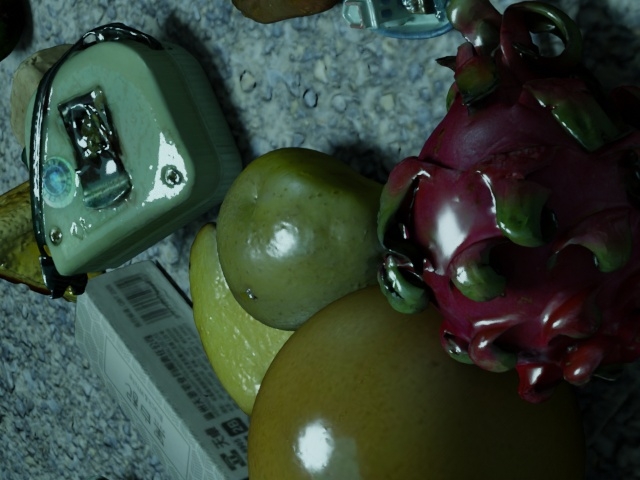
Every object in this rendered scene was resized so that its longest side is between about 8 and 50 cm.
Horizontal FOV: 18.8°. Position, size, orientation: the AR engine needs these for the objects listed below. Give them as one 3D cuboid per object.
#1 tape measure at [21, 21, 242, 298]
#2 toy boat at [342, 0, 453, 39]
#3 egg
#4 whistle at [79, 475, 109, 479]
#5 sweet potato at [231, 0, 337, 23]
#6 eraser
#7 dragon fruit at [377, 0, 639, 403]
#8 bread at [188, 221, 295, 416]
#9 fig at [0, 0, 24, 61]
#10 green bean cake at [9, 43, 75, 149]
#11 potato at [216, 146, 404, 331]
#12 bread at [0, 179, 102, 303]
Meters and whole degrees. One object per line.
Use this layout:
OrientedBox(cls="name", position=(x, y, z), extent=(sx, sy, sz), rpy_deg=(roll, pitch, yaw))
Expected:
OrientedBox(cls="tape measure", position=(-0.209, -0.084, 1.851), extent=(0.235, 0.115, 0.207), rpy_deg=(-31, 80, 33))
OrientedBox(cls="toy boat", position=(0.056, -0.181, 1.476), extent=(0.140, 0.066, 0.059), rpy_deg=(13, 120, 58))
OrientedBox(cls="egg", position=(0.072, 0.169, 1.446), extent=(0.250, 0.250, 0.322), rpy_deg=(53, 163, 31))
OrientedBox(cls="whistle", position=(-0.211, 0.475, 2.192), extent=(0.404, 0.188, 0.168), rpy_deg=(58, 149, -4))
OrientedBox(cls="sweet potato", position=(-0.036, -0.210, 1.640), extent=(0.214, 0.050, 0.050), rpy_deg=(-2, 104, 63))
OrientedBox(cls="eraser", position=(-0.112, 0.181, 1.924), extent=(0.404, 0.098, 0.096), rpy_deg=(48, 144, 38))
OrientedBox(cls="dragon fruit", position=(0.147, -0.032, 1.295), extent=(0.198, 0.272, 0.218), rpy_deg=(31, 149, -17))
OrientedBox(cls="bread", position=(-0.056, 0.061, 1.810), extent=(0.149, 0.065, 0.187), rpy_deg=(-44, 63, 46))
OrientedBox(cls="fig", position=(-0.399, -0.249, 2.174), extent=(0.156, 0.123, 0.123), rpy_deg=(-176, 71, -72))
OrientedBox(cls="green bean cake", position=(-0.254, -0.109, 2.025), extent=(0.179, 0.085, 0.109), rpy_deg=(55, 147, 27))
OrientedBox(cls="potato", position=(0.000, 0.000, 1.608), extent=(0.194, 0.157, 0.157), rpy_deg=(-2, 103, 47))
OrientedBox(cls="bread", position=(-0.321, 0.026, 2.170), extent=(0.140, 0.169, 0.160), rpy_deg=(4, 123, 58))
